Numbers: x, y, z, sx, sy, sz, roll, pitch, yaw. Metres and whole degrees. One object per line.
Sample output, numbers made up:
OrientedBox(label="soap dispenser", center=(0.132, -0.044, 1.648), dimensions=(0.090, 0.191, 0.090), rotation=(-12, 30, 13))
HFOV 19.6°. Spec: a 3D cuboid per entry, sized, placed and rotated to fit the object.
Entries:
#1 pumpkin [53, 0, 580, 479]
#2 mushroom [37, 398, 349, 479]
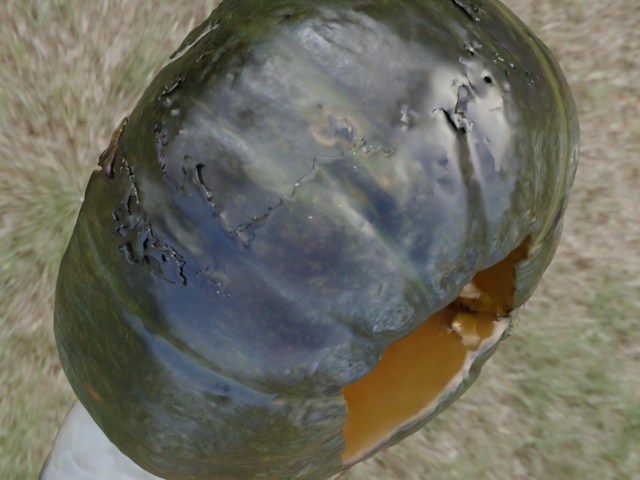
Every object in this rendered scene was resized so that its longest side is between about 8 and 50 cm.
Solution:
OrientedBox(label="pumpkin", center=(0.000, 0.000, 0.998), dimensions=(0.320, 0.320, 0.192), rotation=(-40, 68, -5))
OrientedBox(label="mushroom", center=(-0.098, 0.188, 1.727), dimensions=(0.224, 0.313, 0.397), rotation=(40, 120, 6))
